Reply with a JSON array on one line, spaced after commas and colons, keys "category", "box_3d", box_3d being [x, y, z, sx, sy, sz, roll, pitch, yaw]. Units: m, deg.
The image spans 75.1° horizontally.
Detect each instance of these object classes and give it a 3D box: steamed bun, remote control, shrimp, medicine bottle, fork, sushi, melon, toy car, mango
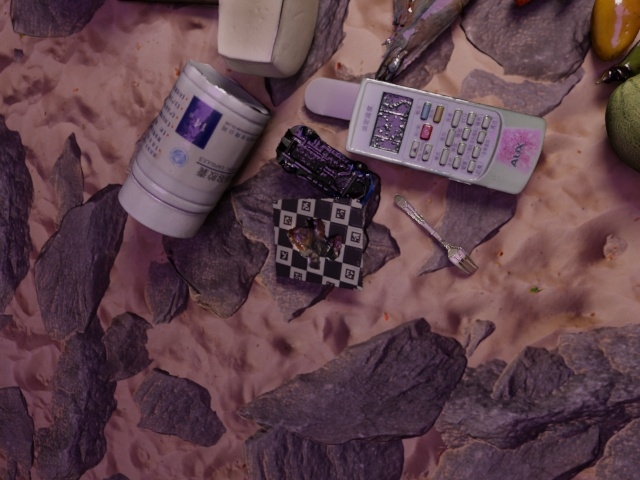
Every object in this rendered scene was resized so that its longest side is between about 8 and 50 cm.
[{"category": "steamed bun", "box_3d": [-0.091, -0.434, 0.786, 0.146, 0.164, 0.242, 16, 106, 16]}, {"category": "remote control", "box_3d": [0.082, -0.272, 0.835, 0.244, 0.022, 0.078, 15, 106, 14]}, {"category": "shrimp", "box_3d": [0.180, -0.440, 0.758, 0.164, 0.062, 0.317, 48, 114, 24]}, {"category": "remote control", "box_3d": [0.224, -0.193, 0.772, 0.343, 0.050, 0.145, 16, 106, 10]}, {"category": "medicine bottle", "box_3d": [-0.267, -0.179, 0.872, 0.190, 0.190, 0.332, 40, 109, 8]}, {"category": "fork", "box_3d": [0.228, -0.015, 0.828, 0.219, 0.028, 0.034, 46, 113, 5]}, {"category": "sushi", "box_3d": [0.000, 0.000, 0.894, 0.209, 0.040, 0.193, 5, 104, 25]}, {"category": "melon", "box_3d": [0.534, -0.172, 0.647, 0.139, 0.139, 0.192, -36, 89, 20]}, {"category": "toy car", "box_3d": [0.013, -0.151, 0.855, 0.216, 0.063, 0.103, 33, 113, -6]}, {"category": "mango", "box_3d": [0.470, -0.348, 0.667, 0.060, 0.080, 0.115, -5, 91, 4]}]

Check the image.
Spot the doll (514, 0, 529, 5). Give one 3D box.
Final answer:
[{"category": "doll", "box_3d": [0.419, -0.485, 0.665, 0.244, 0.076, 0.143, -25, 88, 24]}]

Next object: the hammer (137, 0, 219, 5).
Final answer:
[{"category": "hammer", "box_3d": [-0.307, -0.526, 0.899, 0.365, 0.043, 0.111, 14, 84, 20]}]

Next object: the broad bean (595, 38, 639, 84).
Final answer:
[{"category": "broad bean", "box_3d": [0.601, -0.325, 0.639, 0.338, 0.061, 0.077, -19, 101, 20]}]
